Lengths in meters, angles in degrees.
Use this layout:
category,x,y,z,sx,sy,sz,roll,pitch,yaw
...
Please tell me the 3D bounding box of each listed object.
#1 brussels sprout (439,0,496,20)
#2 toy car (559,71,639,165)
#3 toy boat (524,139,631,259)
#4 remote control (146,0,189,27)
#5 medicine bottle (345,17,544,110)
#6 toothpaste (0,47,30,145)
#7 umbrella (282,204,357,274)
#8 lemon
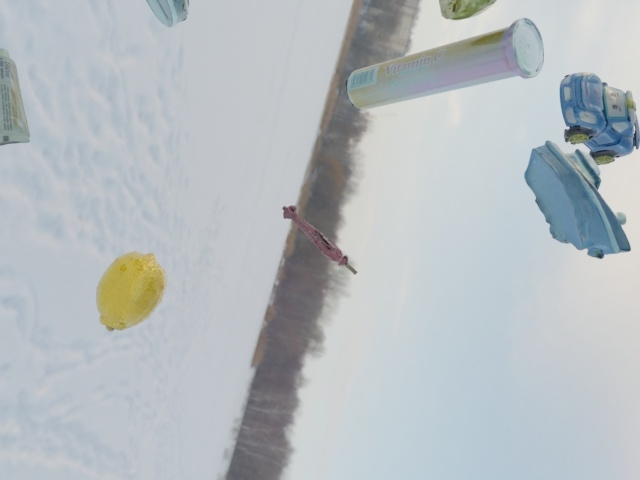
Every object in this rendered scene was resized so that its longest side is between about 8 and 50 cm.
category,x,y,z,sx,sy,sz,roll,pitch,yaw
brussels sprout,0.280,-0.475,1.278,0.149,0.122,0.151,89,-7,-61
toy car,0.768,-0.344,1.920,0.166,0.314,0.198,-17,-120,41
toy boat,0.404,-0.060,1.088,0.238,0.098,0.109,-103,-170,-47
remote control,-0.292,-0.468,1.146,0.052,0.247,0.104,-35,-159,-18
medicine bottle,0.232,-0.344,1.422,0.426,0.108,0.108,-1,-111,48
toothpaste,-0.509,-0.232,1.130,0.037,0.067,0.255,104,-29,-45
umbrella,0.000,0.000,1.159,0.027,0.165,0.025,-43,-170,31
lemon,-0.338,0.090,1.250,0.155,0.114,0.114,-58,180,-9
